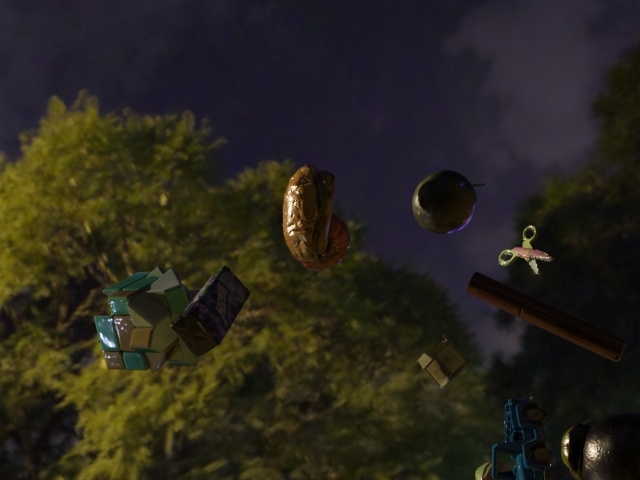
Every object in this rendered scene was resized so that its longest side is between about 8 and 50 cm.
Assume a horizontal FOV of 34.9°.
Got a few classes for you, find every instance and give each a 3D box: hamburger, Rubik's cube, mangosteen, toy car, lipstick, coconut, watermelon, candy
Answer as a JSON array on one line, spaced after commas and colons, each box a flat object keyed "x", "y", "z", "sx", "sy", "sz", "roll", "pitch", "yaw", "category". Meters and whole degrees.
[{"x": -0.021, "y": -0.061, "z": 1.651, "sx": 0.087, "sy": 0.176, "sz": 0.102, "roll": 5, "pitch": -22, "yaw": 5, "category": "hamburger"}, {"x": -0.361, "y": 0.182, "z": 2.298, "sx": 0.212, "sy": 0.225, "sz": 0.265, "roll": -4, "pitch": 16, "yaw": 30, "category": "Rubik's cube"}, {"x": 0.634, "y": 0.461, "z": 2.147, "sx": 0.242, "sy": 0.243, "sz": 0.243, "roll": -23, "pitch": -34, "yaw": -16, "category": "mangosteen"}, {"x": 0.335, "y": 0.353, "z": 1.702, "sx": 0.100, "sy": 0.191, "sz": 0.097, "roll": -4, "pitch": -50, "yaw": 4, "category": "toy car"}, {"x": 0.486, "y": 0.163, "z": 2.200, "sx": 0.057, "sy": 0.356, "sz": 0.057, "roll": -51, "pitch": -23, "yaw": -33, "category": "lipstick"}, {"x": 0.358, "y": 0.495, "z": 2.102, "sx": 0.082, "sy": 0.081, "sz": 0.083, "roll": -12, "pitch": -59, "yaw": -55, "category": "coconut"}, {"x": 0.215, "y": -0.069, "z": 1.682, "sx": 0.133, "sy": 0.105, "sz": 0.105, "roll": -28, "pitch": -33, "yaw": -14, "category": "watermelon"}, {"x": -0.208, "y": 0.134, "z": 1.994, "sx": 0.061, "sy": 0.088, "sz": 0.312, "roll": -36, "pitch": 8, "yaw": 15, "category": "candy"}]

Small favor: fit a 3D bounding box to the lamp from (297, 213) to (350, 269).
[{"x": 0.000, "y": 0.000, "z": 1.798, "sx": 0.107, "sy": 0.092, "sz": 0.108, "roll": -4, "pitch": -67, "yaw": -10, "category": "lamp"}]

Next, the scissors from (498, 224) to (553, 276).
[{"x": 0.531, "y": 0.036, "z": 2.593, "sx": 0.020, "sy": 0.187, "sz": 0.133, "roll": 41, "pitch": -85, "yaw": -25, "category": "scissors"}]

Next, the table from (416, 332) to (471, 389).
[{"x": 0.263, "y": 0.257, "z": 2.171, "sx": 0.062, "sy": 0.083, "sz": 0.079, "roll": -34, "pitch": -15, "yaw": -32, "category": "table"}]
